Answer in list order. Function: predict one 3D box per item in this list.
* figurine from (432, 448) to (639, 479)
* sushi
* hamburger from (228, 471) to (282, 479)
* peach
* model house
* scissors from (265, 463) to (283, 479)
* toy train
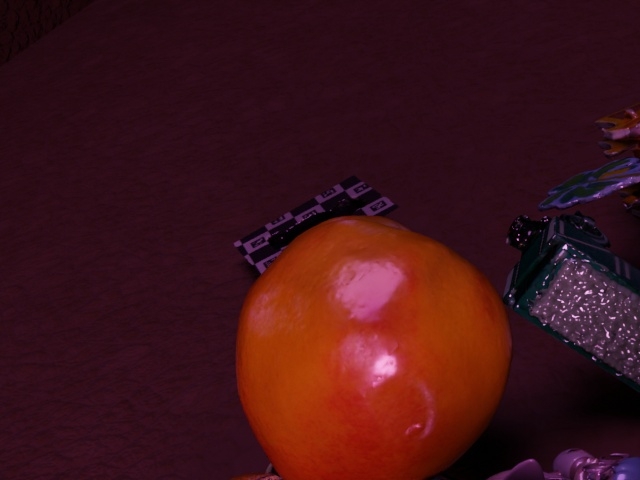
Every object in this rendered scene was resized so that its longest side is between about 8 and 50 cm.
[{"bbox_3d":[0.229,0.260,1.477,0.260,0.103,0.205,-5,-6,31],"label":"figurine"},{"bbox_3d":[0.000,0.000,2.166,0.215,0.051,0.192,-30,24,-9],"label":"sushi"},{"bbox_3d":[-0.116,0.311,1.607,0.102,0.087,0.176,0,35,32],"label":"hamburger"},{"bbox_3d":[0.052,0.137,1.578,0.289,0.289,0.308,28,95,57],"label":"peach"},{"bbox_3d":[0.442,-0.065,1.841,0.357,0.243,0.312,-33,10,-35],"label":"model house"},{"bbox_3d":[0.027,0.226,1.746,0.133,0.020,0.187,2,34,29],"label":"scissors"},{"bbox_3d":[0.320,0.060,1.612,0.115,0.269,0.154,-55,5,22],"label":"toy train"}]
